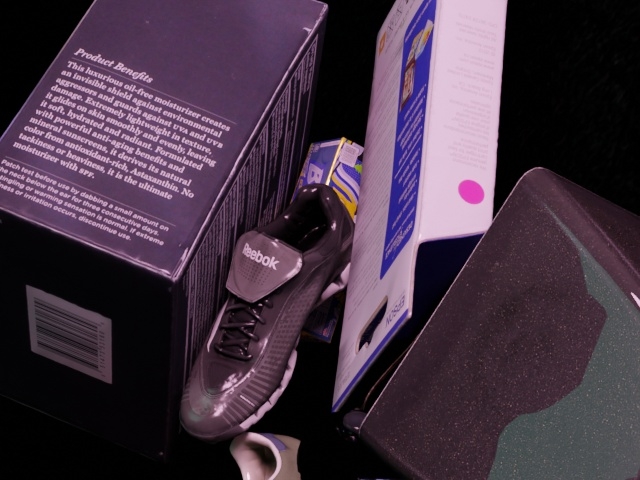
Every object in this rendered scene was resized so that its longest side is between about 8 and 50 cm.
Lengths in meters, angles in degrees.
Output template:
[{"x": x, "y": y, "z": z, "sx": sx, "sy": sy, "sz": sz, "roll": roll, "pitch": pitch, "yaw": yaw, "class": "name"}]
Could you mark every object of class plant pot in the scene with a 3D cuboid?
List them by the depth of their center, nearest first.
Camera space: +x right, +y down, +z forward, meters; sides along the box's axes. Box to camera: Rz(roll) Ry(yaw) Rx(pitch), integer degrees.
[{"x": 0.169, "y": 0.102, "z": 0.951, "sx": 0.187, "sy": 0.188, "sz": 0.167, "roll": -58, "pitch": 38, "yaw": 13, "class": "plant pot"}]

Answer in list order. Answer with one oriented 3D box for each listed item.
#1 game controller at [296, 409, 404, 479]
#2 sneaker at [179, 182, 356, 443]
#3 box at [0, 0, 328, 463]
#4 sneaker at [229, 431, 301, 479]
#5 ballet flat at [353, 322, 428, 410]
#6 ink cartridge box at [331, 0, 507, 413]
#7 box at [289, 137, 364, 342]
[{"x": 0.081, "y": 0.210, "z": 1.023, "sx": 0.319, "sy": 0.167, "sz": 0.067, "roll": -102, "pitch": 11, "yaw": -54, "class": "game controller"}, {"x": -0.045, "y": 0.046, "z": 1.355, "sx": 0.078, "sy": 0.106, "sz": 0.234, "roll": 21, "pitch": 61, "yaw": 28, "class": "sneaker"}, {"x": -0.139, "y": -0.030, "z": 1.425, "sx": 0.296, "sy": 0.183, "sz": 0.294, "roll": 101, "pitch": -166, "yaw": -55, "class": "box"}, {"x": -0.031, "y": 0.220, "z": 1.305, "sx": 0.064, "sy": 0.086, "sz": 0.192, "roll": -48, "pitch": 30, "yaw": 30, "class": "sneaker"}, {"x": 0.080, "y": 0.086, "z": 1.250, "sx": 0.250, "sy": 0.058, "sz": 0.084, "roll": -48, "pitch": 32, "yaw": 29, "class": "ballet flat"}, {"x": 0.078, "y": -0.058, "z": 1.323, "sx": 0.175, "sy": 0.069, "sz": 0.370, "roll": 122, "pitch": 162, "yaw": -56, "class": "ink cartridge box"}, {"x": 0.000, "y": 0.000, "z": 1.481, "sx": 0.059, "sy": 0.054, "sz": 0.168, "roll": -5, "pitch": 63, "yaw": 60, "class": "box"}]
